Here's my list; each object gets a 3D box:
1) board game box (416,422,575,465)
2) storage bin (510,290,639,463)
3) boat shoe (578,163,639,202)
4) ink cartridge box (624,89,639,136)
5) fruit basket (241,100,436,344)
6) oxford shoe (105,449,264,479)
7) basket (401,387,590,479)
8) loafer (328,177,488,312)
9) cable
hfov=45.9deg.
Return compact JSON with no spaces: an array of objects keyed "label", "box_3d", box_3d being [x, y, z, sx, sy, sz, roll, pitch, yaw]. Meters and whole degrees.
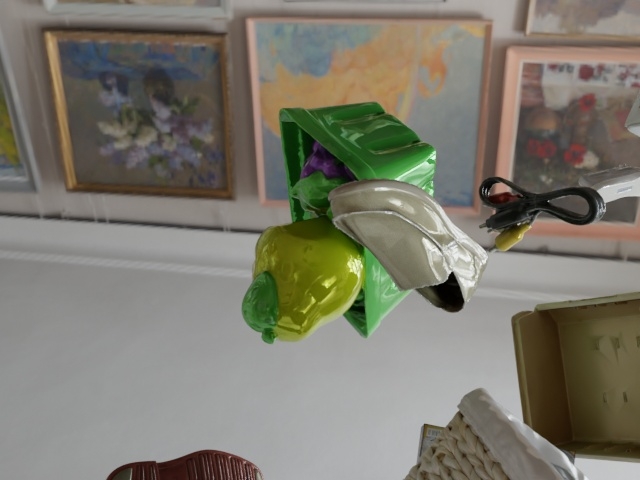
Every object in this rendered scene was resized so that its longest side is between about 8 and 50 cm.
[{"label":"board game box","box_3d":[0.270,0.394,1.193,0.243,0.042,0.165,10,-112,3]},{"label":"storage bin","box_3d":[0.470,0.223,1.260,0.123,0.260,0.262,0,170,-35]},{"label":"boat shoe","box_3d":[0.583,-0.118,1.456,0.184,0.066,0.063,-16,-128,-11]},{"label":"ink cartridge box","box_3d":[0.574,-0.272,1.013,0.131,0.306,0.226,24,178,-11]},{"label":"fruit basket","box_3d":[0.000,0.000,1.213,0.392,0.392,0.283,-18,-134,-27]},{"label":"oxford shoe","box_3d":[-0.279,0.495,1.512,0.348,0.130,0.123,12,-125,-32]},{"label":"basket","box_3d":[0.240,0.390,0.794,0.328,0.266,0.331,41,-179,-10]},{"label":"loafer","box_3d":[0.113,0.011,0.908,0.102,0.269,0.092,-18,-126,43]},{"label":"cable","box_3d":[0.388,-0.067,1.361,0.072,0.139,0.287,-3,171,-36]}]
